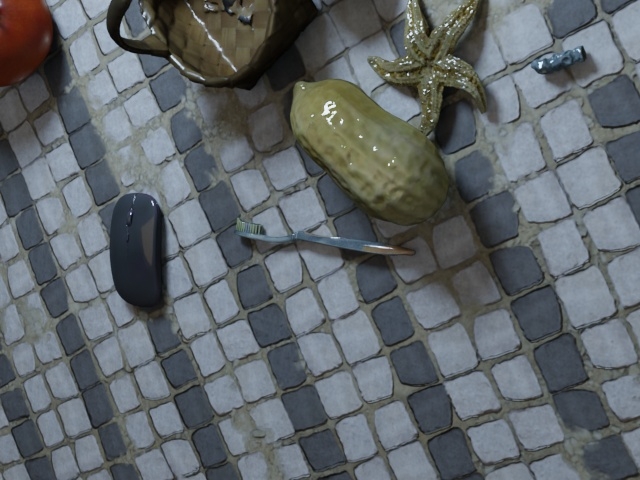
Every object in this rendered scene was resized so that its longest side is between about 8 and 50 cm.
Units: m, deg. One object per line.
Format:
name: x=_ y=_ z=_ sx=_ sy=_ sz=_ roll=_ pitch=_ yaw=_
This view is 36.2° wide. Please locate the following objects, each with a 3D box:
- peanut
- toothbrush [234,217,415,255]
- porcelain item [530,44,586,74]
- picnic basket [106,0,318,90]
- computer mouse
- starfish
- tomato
peanut: x=0.070 y=-0.157 z=1.600 sx=0.340 sy=0.174 sz=0.158 roll=43 pitch=129 yaw=15
toothbrush: x=0.000 y=0.000 z=1.754 sx=0.375 sy=0.028 sz=0.037 roll=9 pitch=94 yaw=30
porcelain item: x=0.362 y=-0.274 z=1.493 sx=0.083 sy=0.036 sz=0.028 roll=-13 pitch=85 yaw=27
picnic basket: x=-0.216 y=-0.420 z=1.657 sx=0.293 sy=0.337 sz=0.337 roll=-45 pitch=74 yaw=30
computer mouse: x=-0.368 y=0.021 z=1.962 sx=0.120 sy=0.057 sz=0.232 roll=7 pitch=101 yaw=30
starfish: x=0.180 y=-0.291 z=1.599 sx=0.236 sy=0.062 sz=0.277 roll=31 pitch=116 yaw=30
tomato: x=-0.671 y=-0.434 z=1.983 sx=0.256 sy=0.224 sz=0.255 roll=2 pitch=95 yaw=28
